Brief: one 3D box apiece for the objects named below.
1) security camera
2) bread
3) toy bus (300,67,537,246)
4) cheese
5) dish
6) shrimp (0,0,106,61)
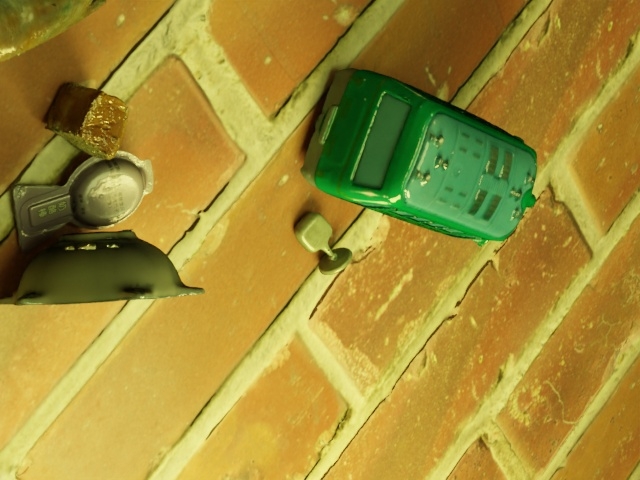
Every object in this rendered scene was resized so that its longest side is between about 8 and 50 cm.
[{"bbox_3d":[0.000,0.000,2.352,0.058,0.058,0.092,-46,121,-22],"label":"security camera"},{"bbox_3d":[-0.275,-0.144,1.988,0.076,0.083,0.070,33,80,-43],"label":"bread"},{"bbox_3d":[0.157,-0.110,2.350,0.343,0.199,0.183,16,93,-49],"label":"toy bus"},{"bbox_3d":[-0.288,-0.054,2.039,0.191,0.042,0.105,-20,124,-30],"label":"cheese"},{"bbox_3d":[-0.264,0.031,1.991,0.236,0.228,0.086,-4,89,-18],"label":"dish"},{"bbox_3d":[-0.331,-0.300,1.860,0.317,0.077,0.168,-34,126,-43],"label":"shrimp"}]
